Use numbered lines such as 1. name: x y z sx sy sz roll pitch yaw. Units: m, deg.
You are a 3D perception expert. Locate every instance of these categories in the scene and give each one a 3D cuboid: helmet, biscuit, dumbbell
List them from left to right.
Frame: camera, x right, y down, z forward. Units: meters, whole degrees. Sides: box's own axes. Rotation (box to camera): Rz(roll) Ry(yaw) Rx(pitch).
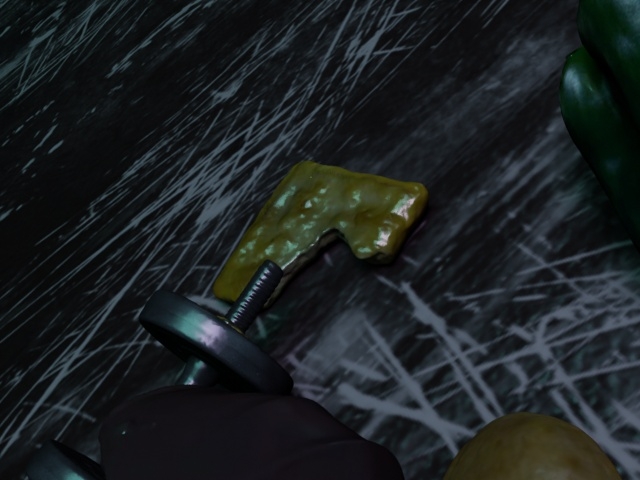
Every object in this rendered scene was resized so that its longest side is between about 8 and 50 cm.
1. dumbbell: -0.125 0.150 0.654 0.143 0.143 0.325 17 65 42
2. helmet: -0.033 0.230 0.473 0.177 0.225 0.306 -6 56 18
3. biscuit: 0.000 0.000 0.771 0.183 0.039 0.174 12 61 41

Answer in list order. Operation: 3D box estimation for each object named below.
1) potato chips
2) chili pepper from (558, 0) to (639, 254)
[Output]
1. potato chips: 0.121 0.203 0.509 0.150 0.049 0.202 4 63 43
2. chili pepper: 0.286 -0.094 0.508 0.233 0.248 0.257 -20 60 7
